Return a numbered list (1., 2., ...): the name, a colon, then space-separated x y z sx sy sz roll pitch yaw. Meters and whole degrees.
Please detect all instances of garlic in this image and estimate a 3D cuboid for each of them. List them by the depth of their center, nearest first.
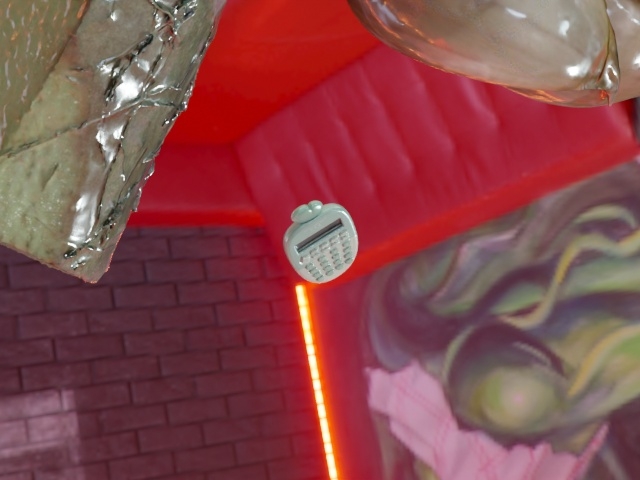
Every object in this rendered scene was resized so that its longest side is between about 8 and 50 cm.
1. garlic: 0.110 -0.161 0.605 0.191 0.160 0.214 20 -169 6

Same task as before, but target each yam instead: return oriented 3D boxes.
1. yam: -0.202 -0.113 0.907 0.202 0.271 0.201 31 -169 25

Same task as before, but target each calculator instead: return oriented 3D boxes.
1. calculator: 0.000 0.000 1.445 0.095 0.021 0.153 -32 138 -6
